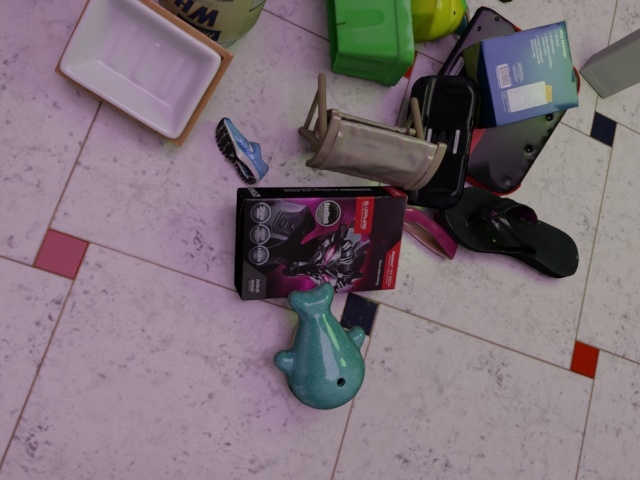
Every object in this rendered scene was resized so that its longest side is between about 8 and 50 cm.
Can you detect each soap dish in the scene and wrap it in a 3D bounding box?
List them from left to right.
[{"bbox_3d":[-0.357,-0.366,1.213,0.290,0.118,0.229,31,108,-13],"label":"soap dish"}]

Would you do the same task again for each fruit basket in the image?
[{"bbox_3d":[0.198,-0.569,1.407,0.391,0.283,0.392,0,90,-4],"label":"fruit basket"}]

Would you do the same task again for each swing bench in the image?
[{"bbox_3d":[0.103,-0.223,1.302,0.253,0.165,0.255,12,34,-16],"label":"swing bench"}]

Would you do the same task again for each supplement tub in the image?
[{"bbox_3d":[-0.215,-0.554,1.218,0.235,0.325,0.236,3,81,-19],"label":"supplement tub"}]

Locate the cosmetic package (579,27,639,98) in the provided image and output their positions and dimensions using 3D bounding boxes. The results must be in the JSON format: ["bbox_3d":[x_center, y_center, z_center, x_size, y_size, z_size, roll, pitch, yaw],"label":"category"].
[{"bbox_3d":[0.847,-0.493,1.626,0.117,0.231,0.085,44,71,-9],"label":"cosmetic package"}]

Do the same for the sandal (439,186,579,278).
[{"bbox_3d":[0.500,-0.032,1.486,0.445,0.107,0.168,18,67,-22],"label":"sandal"}]

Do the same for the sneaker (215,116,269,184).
[{"bbox_3d":[-0.175,-0.207,1.336,0.073,0.063,0.162,-38,100,-37],"label":"sneaker"}]

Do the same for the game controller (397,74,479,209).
[{"bbox_3d":[0.278,-0.237,1.412,0.166,0.067,0.319,10,93,23],"label":"game controller"}]

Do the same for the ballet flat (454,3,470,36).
[{"bbox_3d":[0.352,-0.642,1.566,0.067,0.073,0.206,-34,98,-34],"label":"ballet flat"}]

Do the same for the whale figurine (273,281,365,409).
[{"bbox_3d":[0.008,0.232,1.259,0.216,0.141,0.272,-13,105,-20],"label":"whale figurine"}]

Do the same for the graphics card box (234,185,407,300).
[{"bbox_3d":[0.000,0.000,1.294,0.370,0.094,0.233,-1,112,-19],"label":"graphics card box"}]

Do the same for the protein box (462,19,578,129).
[{"bbox_3d":[0.470,-0.386,1.397,0.201,0.136,0.200,-14,99,-2],"label":"protein box"}]

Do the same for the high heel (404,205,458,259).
[{"bbox_3d":[0.227,-0.017,1.433,0.244,0.082,0.117,5,80,-27],"label":"high heel"}]

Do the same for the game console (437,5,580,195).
[{"bbox_3d":[0.441,-0.339,1.501,0.342,0.060,0.387,30,95,-8],"label":"game console"}]

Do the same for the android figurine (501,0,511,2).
[{"bbox_3d":[0.518,-0.812,1.653,0.248,0.056,0.273,22,78,-15],"label":"android figurine"}]
